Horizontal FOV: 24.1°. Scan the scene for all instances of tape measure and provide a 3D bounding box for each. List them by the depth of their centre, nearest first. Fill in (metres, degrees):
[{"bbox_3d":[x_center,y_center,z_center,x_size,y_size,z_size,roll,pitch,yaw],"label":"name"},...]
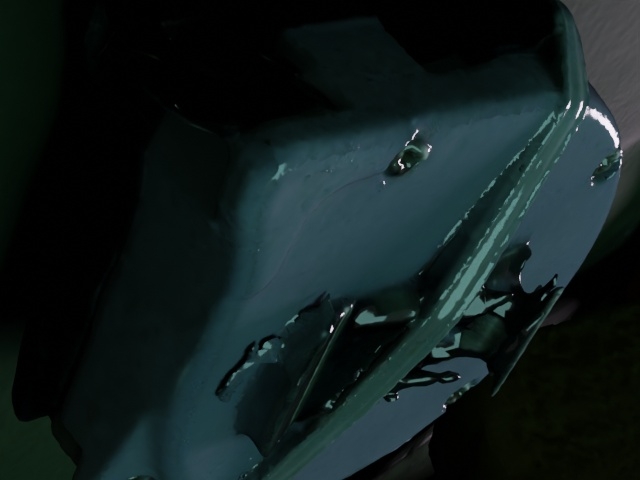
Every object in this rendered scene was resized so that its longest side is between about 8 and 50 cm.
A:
[{"bbox_3d":[0.004,-0.001,0.442,0.181,0.107,0.182,-18,144,-35],"label":"tape measure"}]

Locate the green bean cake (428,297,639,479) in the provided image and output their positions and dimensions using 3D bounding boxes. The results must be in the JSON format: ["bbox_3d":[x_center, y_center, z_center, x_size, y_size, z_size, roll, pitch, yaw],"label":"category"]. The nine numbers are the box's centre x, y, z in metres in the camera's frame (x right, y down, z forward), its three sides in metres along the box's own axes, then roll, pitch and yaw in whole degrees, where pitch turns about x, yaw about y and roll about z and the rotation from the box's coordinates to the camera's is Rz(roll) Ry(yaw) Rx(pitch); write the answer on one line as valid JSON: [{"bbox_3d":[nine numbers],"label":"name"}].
[{"bbox_3d":[0.198,0.154,0.826,0.236,0.233,0.124,-13,150,-16],"label":"green bean cake"}]

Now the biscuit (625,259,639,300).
[{"bbox_3d":[0.269,-0.032,0.912,0.202,0.047,0.334,-27,151,-32],"label":"biscuit"}]
